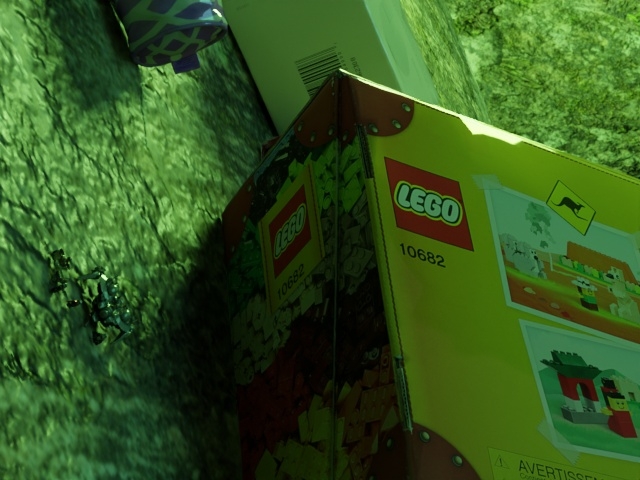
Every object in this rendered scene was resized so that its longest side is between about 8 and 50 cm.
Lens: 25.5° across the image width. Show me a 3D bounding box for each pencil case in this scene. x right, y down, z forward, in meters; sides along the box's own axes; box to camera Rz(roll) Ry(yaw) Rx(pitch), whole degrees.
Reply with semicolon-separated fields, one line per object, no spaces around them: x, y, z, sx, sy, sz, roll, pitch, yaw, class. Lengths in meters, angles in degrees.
-0.135;-0.235;1.079;0.088;0.086;0.206;132;-57;-75;pencil case

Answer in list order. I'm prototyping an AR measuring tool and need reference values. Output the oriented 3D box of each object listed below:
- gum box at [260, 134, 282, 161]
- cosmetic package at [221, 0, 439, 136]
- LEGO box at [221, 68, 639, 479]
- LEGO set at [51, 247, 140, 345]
0.000;0.000;1.293;0.107;0.062;0.188;55;21;-46;gum box
0.018;-0.192;1.457;0.224;0.138;0.224;-69;137;-67;cosmetic package
0.195;0.128;1.090;0.500;0.193;0.372;17;45;-27;LEGO box
-0.131;0.034;0.847;0.083;0.023;0.054;35;38;-66;LEGO set
